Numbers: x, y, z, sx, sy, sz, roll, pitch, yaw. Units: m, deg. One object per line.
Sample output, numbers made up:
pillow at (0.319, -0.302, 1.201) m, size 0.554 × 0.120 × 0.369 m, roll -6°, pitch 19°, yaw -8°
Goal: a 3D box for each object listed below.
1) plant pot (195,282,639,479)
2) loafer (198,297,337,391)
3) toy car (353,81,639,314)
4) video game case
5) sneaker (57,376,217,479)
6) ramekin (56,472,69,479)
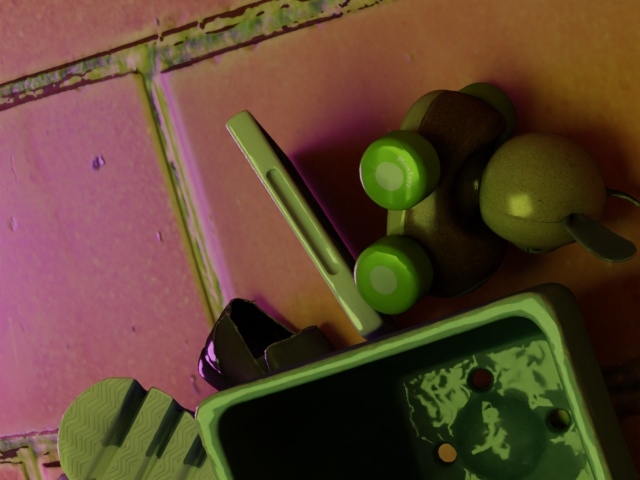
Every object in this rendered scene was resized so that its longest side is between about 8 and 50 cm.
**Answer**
plant pot at (0.100, 0.162, 1.357) m, size 0.248 × 0.252 × 0.247 m, roll -19°, pitch 93°, yaw 18°
loafer at (-0.016, 0.111, 1.589) m, size 0.220 × 0.080 × 0.078 m, roll 25°, pitch 122°, yaw 35°
toy car at (0.141, -0.017, 1.354) m, size 0.188 × 0.155 × 0.149 m, roll 14°, pitch 116°, yaw 26°
video game case at (0.000, 0.000, 1.474) m, size 0.023 × 0.201 × 0.183 m, roll -33°, pitch 80°, yaw 3°
sneaker at (-0.051, 0.218, 1.619) m, size 0.315 × 0.182 × 0.127 m, roll 32°, pitch 89°, yaw 13°
ramekin at (-0.136, 0.317, 1.637) m, size 0.273 × 0.273 × 0.127 m, roll 33°, pitch 86°, yaw 30°
